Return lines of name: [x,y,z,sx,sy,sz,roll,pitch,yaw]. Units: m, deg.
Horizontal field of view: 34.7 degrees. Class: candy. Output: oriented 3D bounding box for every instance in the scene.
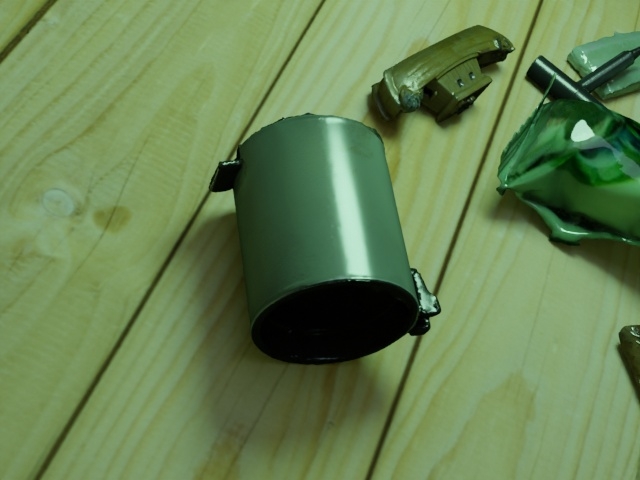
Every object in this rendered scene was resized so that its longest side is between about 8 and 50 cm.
candy: [0.496,-0.101,1.627,0.397,0.172,0.263,20,49,12]

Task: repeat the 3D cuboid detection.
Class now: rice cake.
rice cake: [0.581,-0.335,1.930,0.237,0.043,0.127,-18,64,-31]

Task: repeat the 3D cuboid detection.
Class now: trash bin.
trash bin: [0.000,0.000,1.352,0.277,0.217,0.263,3,55,-18]

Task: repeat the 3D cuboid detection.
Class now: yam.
yam: [0.500,0.233,1.492,0.056,0.057,0.241,-3,59,-23]

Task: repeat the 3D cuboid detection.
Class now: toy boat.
toy boat: [0.219,-0.274,1.716,0.321,0.089,0.121,-31,78,-37]

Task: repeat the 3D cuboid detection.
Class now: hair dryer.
hair dryer: [0.492,-0.311,1.838,0.173,0.050,0.195,41,74,9]
